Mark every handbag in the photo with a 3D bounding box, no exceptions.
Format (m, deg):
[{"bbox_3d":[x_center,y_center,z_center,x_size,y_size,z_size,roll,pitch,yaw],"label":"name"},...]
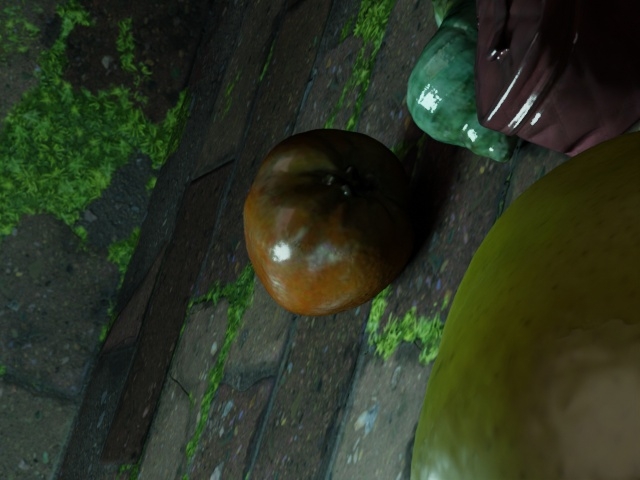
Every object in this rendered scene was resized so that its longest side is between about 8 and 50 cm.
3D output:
[{"bbox_3d":[0.211,-0.186,1.469,0.146,0.135,0.225,126,156,-49],"label":"handbag"}]

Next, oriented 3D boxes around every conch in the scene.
[{"bbox_3d":[0.152,-0.169,1.644,0.176,0.122,0.188,101,-177,-64],"label":"conch"}]

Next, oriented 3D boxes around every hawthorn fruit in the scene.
[{"bbox_3d":[0.000,0.000,1.811,0.251,0.199,0.199,115,166,-53],"label":"hawthorn fruit"}]

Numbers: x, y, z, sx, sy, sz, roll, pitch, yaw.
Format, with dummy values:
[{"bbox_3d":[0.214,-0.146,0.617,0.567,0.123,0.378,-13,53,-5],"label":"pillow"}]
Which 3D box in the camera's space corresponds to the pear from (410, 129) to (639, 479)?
[{"bbox_3d":[0.213,0.121,0.734,0.362,0.362,0.418,-62,34,18],"label":"pear"}]
